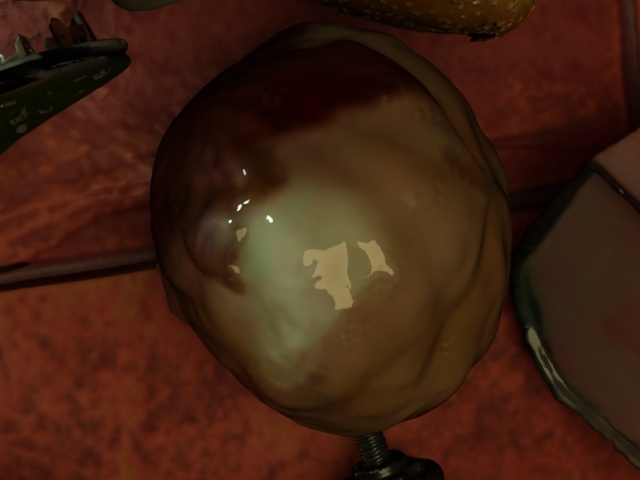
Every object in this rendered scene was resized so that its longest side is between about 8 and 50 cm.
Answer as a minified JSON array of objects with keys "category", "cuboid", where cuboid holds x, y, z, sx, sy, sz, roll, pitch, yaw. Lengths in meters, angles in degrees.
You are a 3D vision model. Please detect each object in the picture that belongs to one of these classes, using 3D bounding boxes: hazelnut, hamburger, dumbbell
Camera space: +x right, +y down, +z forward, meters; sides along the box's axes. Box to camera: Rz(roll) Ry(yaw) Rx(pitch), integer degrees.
[{"category":"hazelnut","cuboid":[0.000,0.000,1.198,0.241,0.261,0.261,-26,107,19]},{"category":"hamburger","cuboid":[0.052,-0.188,1.189,0.181,0.191,0.118,9,87,10]},{"category":"dumbbell","cuboid":[0.061,0.216,1.309,0.081,0.081,0.254,-21,103,-14]}]

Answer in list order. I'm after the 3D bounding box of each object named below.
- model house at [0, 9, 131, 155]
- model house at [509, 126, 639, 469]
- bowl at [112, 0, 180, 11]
[{"category":"model house","cuboid":[-0.267,-0.099,1.060,0.294,0.207,0.154,-25,85,-55]},{"category":"model house","cuboid":[0.286,0.018,1.309,0.237,0.202,0.237,43,56,16]},{"category":"bowl","cuboid":[-0.097,-0.248,1.060,0.354,0.354,0.185,-42,117,-8]}]
